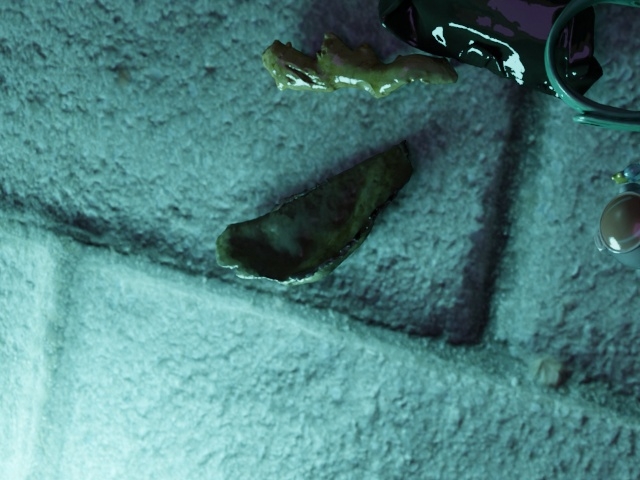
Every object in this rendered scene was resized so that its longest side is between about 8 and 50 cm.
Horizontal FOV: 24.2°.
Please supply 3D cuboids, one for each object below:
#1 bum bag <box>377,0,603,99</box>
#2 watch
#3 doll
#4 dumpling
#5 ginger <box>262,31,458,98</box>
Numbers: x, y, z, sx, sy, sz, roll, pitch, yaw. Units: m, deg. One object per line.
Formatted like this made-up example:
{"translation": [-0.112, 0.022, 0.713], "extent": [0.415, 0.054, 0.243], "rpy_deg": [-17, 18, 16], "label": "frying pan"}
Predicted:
{"translation": [0.221, -0.287, 1.925], "extent": [0.326, 0.080, 0.142], "rpy_deg": [23, 108, 19], "label": "bum bag"}
{"translation": [0.394, -0.226, 1.812], "extent": [0.237, 0.068, 0.195], "rpy_deg": [12, 88, 3], "label": "watch"}
{"translation": [0.457, -0.056, 1.796], "extent": [0.287, 0.151, 0.151], "rpy_deg": [-34, 79, 31], "label": "doll"}
{"translation": [0.002, -0.001, 2.048], "extent": [0.332, 0.086, 0.166], "rpy_deg": [-27, 49, 26], "label": "dumpling"}
{"translation": [0.048, -0.237, 2.021], "extent": [0.288, 0.075, 0.089], "rpy_deg": [4, 91, 30], "label": "ginger"}
